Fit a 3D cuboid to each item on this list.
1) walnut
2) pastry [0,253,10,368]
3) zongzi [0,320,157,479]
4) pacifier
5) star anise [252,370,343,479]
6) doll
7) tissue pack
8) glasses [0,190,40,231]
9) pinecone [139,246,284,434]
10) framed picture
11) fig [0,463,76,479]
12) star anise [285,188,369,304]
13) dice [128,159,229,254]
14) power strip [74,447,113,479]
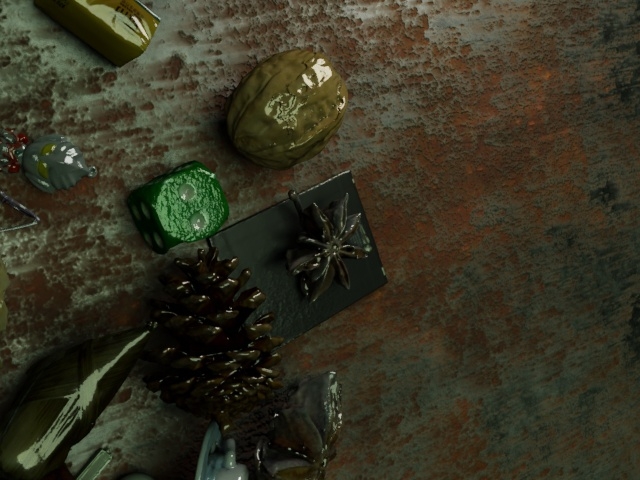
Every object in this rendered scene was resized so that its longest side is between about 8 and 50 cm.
[{"bbox_3d":[-0.058,-0.231,1.347,0.245,0.198,0.198,-46,113,-20],"label":"walnut"},{"bbox_3d":[-0.585,0.067,1.042,0.329,0.136,0.330,-2,94,-27],"label":"pastry"},{"bbox_3d":[-0.351,0.236,1.105,0.112,0.242,0.221,52,27,-28],"label":"zongzi"},{"bbox_3d":[-0.234,0.432,1.274,0.225,0.238,0.287,8,97,-1],"label":"pacifier"},{"bbox_3d":[-0.045,0.378,1.353,0.117,0.332,0.332,22,75,15],"label":"star anise"},{"bbox_3d":[-0.437,-0.126,1.179,0.180,0.079,0.094,15,83,-20],"label":"doll"},{"bbox_3d":[-0.352,-0.359,1.196,0.169,0.120,0.082,37,71,-29],"label":"tissue pack"},{"bbox_3d":[-0.510,-0.031,1.138,0.140,0.062,0.104,39,73,-26],"label":"glasses"},{"bbox_3d":[-0.181,0.164,1.259,0.244,0.244,0.309,5,71,-32],"label":"pinecone"},{"bbox_3d":[-0.032,0.041,1.470,0.338,0.014,0.255,-28,106,-28],"label":"framed picture"},{"bbox_3d":[-0.429,0.397,1.155,0.217,0.217,0.321,34,46,-28],"label":"fig"},{"bbox_3d":[0.000,-0.001,1.427,0.209,0.089,0.231,-26,111,-41],"label":"star anise"},{"bbox_3d":[-0.238,-0.055,1.270,0.131,0.128,0.120,-31,105,-26],"label":"dice"},{"bbox_3d":[-0.376,0.377,1.257,0.083,0.017,0.027,-50,116,-21],"label":"power strip"}]
